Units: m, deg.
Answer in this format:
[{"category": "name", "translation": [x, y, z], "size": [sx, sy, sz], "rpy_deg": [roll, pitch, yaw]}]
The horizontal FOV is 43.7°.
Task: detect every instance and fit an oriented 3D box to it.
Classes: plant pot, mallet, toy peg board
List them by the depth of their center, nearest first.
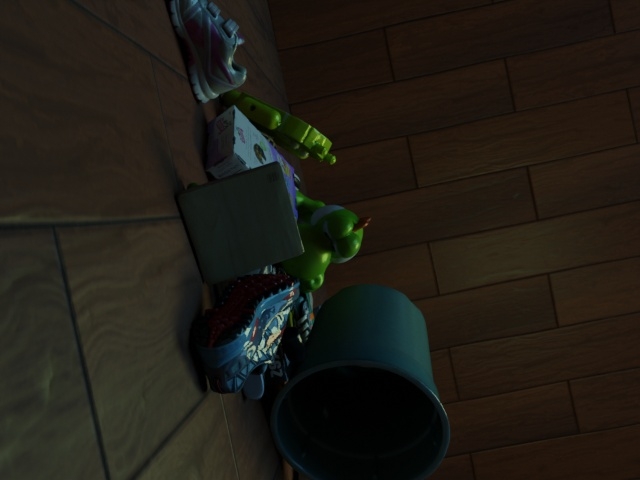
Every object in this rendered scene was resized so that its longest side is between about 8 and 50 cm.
[{"category": "toy peg board", "translation": [-0.128, -0.038, 1.241], "size": [0.079, 0.161, 0.161], "rpy_deg": [-125, -162, -58]}, {"category": "mallet", "translation": [-0.055, 0.146, 1.457], "size": [0.189, 0.039, 0.062], "rpy_deg": [-102, 178, -60]}, {"category": "plant pot", "translation": [0.091, 0.281, 1.649], "size": [0.334, 0.341, 0.341], "rpy_deg": [-77, 156, -60]}]

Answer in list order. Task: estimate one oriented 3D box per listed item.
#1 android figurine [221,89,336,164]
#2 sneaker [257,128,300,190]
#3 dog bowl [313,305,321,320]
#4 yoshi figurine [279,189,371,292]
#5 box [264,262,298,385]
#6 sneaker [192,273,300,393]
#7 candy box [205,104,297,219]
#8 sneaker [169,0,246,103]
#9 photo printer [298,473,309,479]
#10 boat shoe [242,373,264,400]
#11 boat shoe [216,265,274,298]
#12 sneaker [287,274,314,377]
[{"category": "android figurine", "translation": [-0.085, -0.244, 1.752], "size": [0.056, 0.273, 0.248], "rpy_deg": [-59, 161, -1]}, {"category": "sneaker", "translation": [-0.159, -0.202, 1.817], "size": [0.162, 0.106, 0.281], "rpy_deg": [53, 0, 32]}, {"category": "dog bowl", "translation": [-0.006, 0.345, 2.354], "size": [0.166, 0.074, 0.297], "rpy_deg": [27, 51, -85]}, {"category": "yoshi figurine", "translation": [-0.028, 0.000, 1.662], "size": [0.203, 0.204, 0.362], "rpy_deg": [-62, -170, -4]}, {"category": "box", "translation": [-0.109, 0.116, 1.555], "size": [0.322, 0.080, 0.257], "rpy_deg": [-69, 149, -83]}, {"category": "sneaker", "translation": [-0.108, 0.136, 1.196], "size": [0.262, 0.104, 0.125], "rpy_deg": [-42, 132, -57]}, {"category": "candy box", "translation": [-0.130, -0.135, 1.524], "size": [0.196, 0.070, 0.164], "rpy_deg": [46, 24, -34]}, {"category": "sneaker", "translation": [-0.199, -0.381, 1.444], "size": [0.103, 0.111, 0.252], "rpy_deg": [-95, 172, -60]}, {"category": "photo printer", "translation": [0.020, 0.574, 1.818], "size": [0.307, 0.107, 0.255], "rpy_deg": [-90, 168, -71]}, {"category": "boat shoe", "translation": [-0.121, 0.204, 1.378], "size": [0.040, 0.049, 0.142], "rpy_deg": [89, -3, -80]}, {"category": "boat shoe", "translation": [-0.121, 0.080, 1.330], "size": [0.079, 0.095, 0.254], "rpy_deg": [61, 21, -81]}, {"category": "sneaker", "translation": [-0.061, 0.205, 1.857], "size": [0.121, 0.108, 0.302], "rpy_deg": [60, 14, -57]}]
